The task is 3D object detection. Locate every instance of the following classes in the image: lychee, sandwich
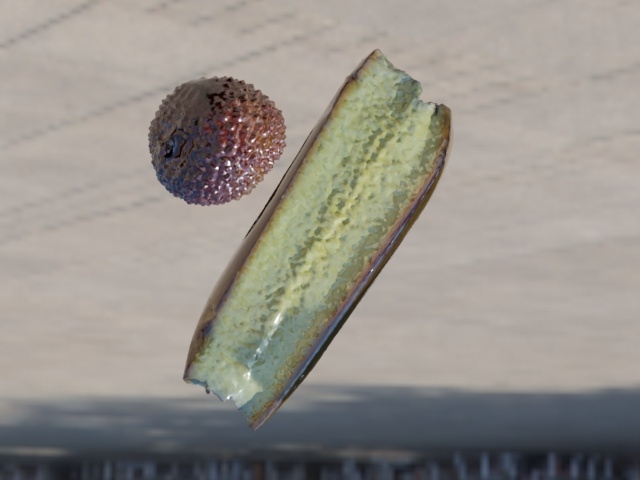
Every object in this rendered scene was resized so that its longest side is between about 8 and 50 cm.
[{"bbox_3d":[-0.093,-0.093,1.658,0.129,0.123,0.123,-2,171,-17],"label":"lychee"},{"bbox_3d":[0.000,0.000,1.219,0.094,0.258,0.096,34,-176,2],"label":"sandwich"}]
